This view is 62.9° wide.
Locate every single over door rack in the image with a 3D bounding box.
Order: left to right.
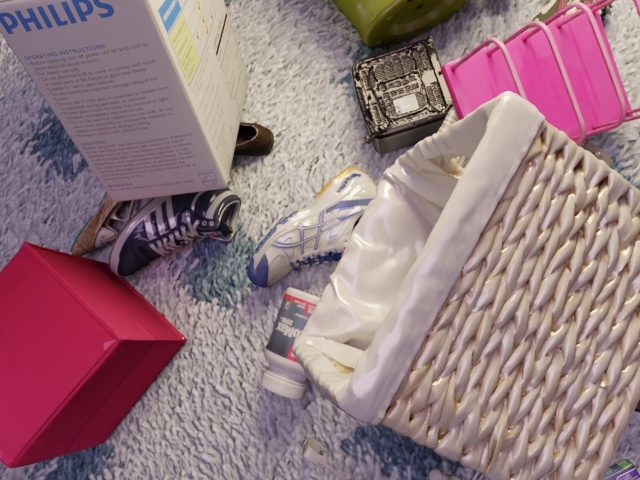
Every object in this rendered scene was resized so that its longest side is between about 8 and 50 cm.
[{"bbox_3d":[0.153,0.356,0.876,0.324,0.108,0.239,33,86,14],"label":"over door rack"}]

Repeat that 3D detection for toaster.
[{"bbox_3d":[0.149,-0.266,0.990,0.185,0.110,0.168,-17,77,6],"label":"toaster"}]

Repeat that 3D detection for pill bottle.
[{"bbox_3d":[-0.040,0.185,0.942,0.108,0.108,0.180,18,83,13],"label":"pill bottle"}]

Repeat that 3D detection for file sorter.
[{"bbox_3d":[0.379,-0.244,0.797,0.290,0.182,0.202,-24,96,-7],"label":"file sorter"}]

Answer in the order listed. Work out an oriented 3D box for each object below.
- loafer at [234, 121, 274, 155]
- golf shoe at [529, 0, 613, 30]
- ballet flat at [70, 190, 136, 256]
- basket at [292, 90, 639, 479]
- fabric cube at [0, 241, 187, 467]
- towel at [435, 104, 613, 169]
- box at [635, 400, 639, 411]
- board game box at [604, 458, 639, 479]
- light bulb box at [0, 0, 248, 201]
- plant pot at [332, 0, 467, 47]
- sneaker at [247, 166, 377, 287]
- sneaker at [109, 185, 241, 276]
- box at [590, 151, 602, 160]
[{"bbox_3d":[-0.207,-0.213,1.060,0.220,0.078,0.080,-4,79,9],"label":"loafer"},{"bbox_3d":[0.442,-0.360,0.975,0.120,0.105,0.273,21,79,30],"label":"golf shoe"},{"bbox_3d":[-0.434,-0.043,1.076,0.067,0.073,0.206,30,90,0],"label":"ballet flat"},{"bbox_3d":[0.170,0.067,0.609,0.266,0.328,0.331,29,82,-8],"label":"basket"},{"bbox_3d":[-0.452,0.196,0.935,0.254,0.259,0.258,40,88,15],"label":"fabric cube"},{"bbox_3d":[0.321,-0.097,0.906,0.312,0.056,0.324,32,85,-7],"label":"towel"},{"bbox_3d":[0.505,0.239,0.846,0.052,0.083,0.062,27,86,14],"label":"box"},{"bbox_3d":[0.445,0.464,0.840,0.201,0.035,0.136,-29,76,4],"label":"board game box"},{"bbox_3d":[-0.290,-0.322,0.888,0.225,0.361,0.358,-7,47,8],"label":"light bulb box"},{"bbox_3d":[0.115,-0.569,0.958,0.366,0.366,0.353,-25,89,5],"label":"plant pot"},{"bbox_3d":[0.000,0.000,0.967,0.296,0.112,0.131,-42,76,1],"label":"sneaker"},{"bbox_3d":[-0.276,-0.013,1.025,0.153,0.099,0.282,38,85,16],"label":"sneaker"},{"bbox_3d":[0.295,0.064,0.831,0.394,0.097,0.318,-15,86,-8],"label":"box"}]
